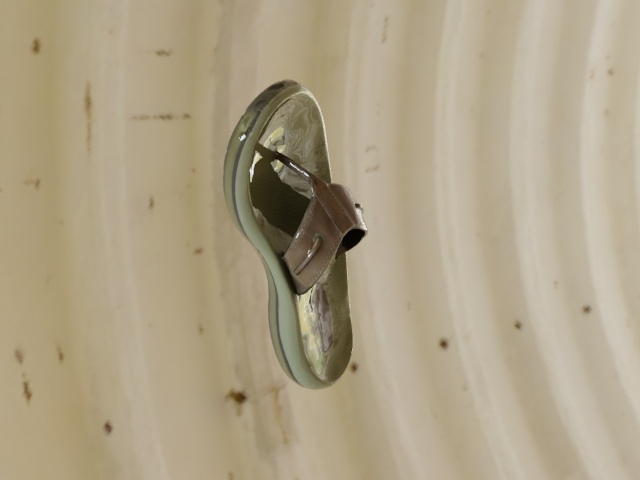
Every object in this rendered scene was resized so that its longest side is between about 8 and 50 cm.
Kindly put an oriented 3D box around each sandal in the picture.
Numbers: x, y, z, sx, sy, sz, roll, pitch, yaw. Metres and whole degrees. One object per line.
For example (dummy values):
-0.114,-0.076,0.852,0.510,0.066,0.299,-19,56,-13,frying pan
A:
0.001,0.000,0.918,0.086,0.302,0.120,12,-138,34,sandal
